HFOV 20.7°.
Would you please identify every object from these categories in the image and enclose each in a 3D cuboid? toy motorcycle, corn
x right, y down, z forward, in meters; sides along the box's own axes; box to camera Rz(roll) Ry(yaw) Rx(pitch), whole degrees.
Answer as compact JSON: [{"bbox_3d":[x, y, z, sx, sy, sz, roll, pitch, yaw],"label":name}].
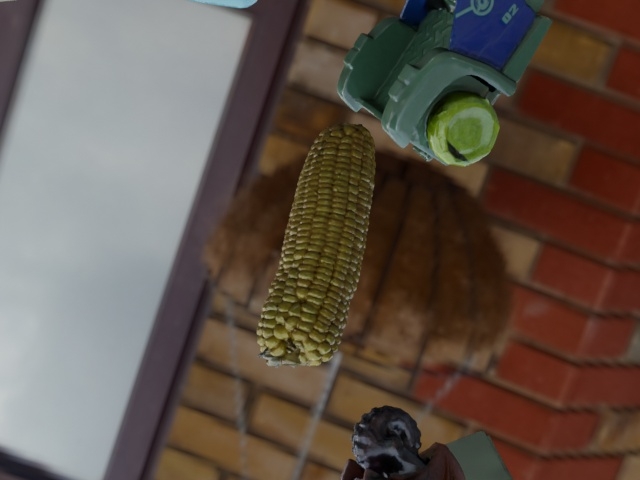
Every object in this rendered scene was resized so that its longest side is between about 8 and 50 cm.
[{"bbox_3d":[0.166,-0.272,2.220,0.200,0.326,0.191,27,-172,-32],"label":"toy motorcycle"},{"bbox_3d":[0.064,0.261,1.592,0.118,0.213,0.084,18,178,-20],"label":"toy motorcycle"},{"bbox_3d":[0.004,0.001,2.024,0.102,0.313,0.102,12,163,4],"label":"corn"}]

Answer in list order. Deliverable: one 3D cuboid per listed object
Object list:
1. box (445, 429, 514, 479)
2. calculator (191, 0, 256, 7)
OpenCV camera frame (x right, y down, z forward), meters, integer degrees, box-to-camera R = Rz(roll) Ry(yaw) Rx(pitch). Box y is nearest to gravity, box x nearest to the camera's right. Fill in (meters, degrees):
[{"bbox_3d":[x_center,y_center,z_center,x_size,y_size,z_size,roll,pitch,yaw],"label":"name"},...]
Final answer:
[{"bbox_3d":[0.196,0.338,1.930,0.086,0.129,0.225,-19,-139,-7],"label":"box"},{"bbox_3d":[-0.166,-0.331,1.345,0.386,0.256,0.054,25,163,24],"label":"calculator"}]
